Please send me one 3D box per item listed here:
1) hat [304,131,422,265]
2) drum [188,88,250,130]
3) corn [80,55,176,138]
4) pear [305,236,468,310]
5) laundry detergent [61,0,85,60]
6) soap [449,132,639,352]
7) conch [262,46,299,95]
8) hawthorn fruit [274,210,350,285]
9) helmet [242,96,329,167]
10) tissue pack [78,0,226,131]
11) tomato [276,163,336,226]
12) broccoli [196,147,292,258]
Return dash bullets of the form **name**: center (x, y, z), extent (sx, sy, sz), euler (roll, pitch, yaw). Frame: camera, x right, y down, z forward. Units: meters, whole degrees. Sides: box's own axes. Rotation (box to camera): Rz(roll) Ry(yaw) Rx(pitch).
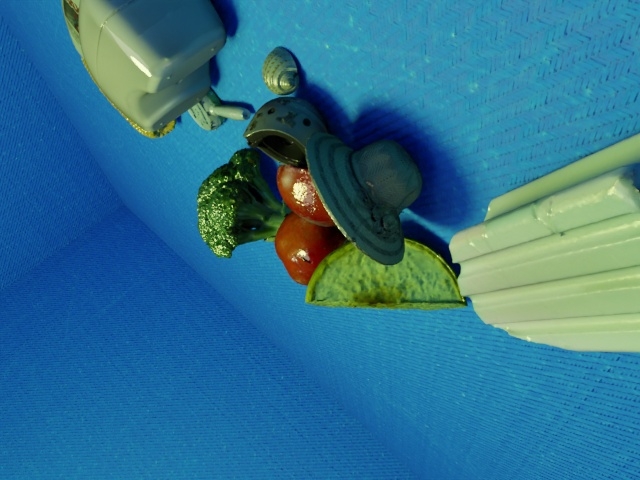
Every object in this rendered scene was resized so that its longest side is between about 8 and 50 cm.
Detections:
- **hat**: center (0.099, -0.093, 0.796), extent (0.110, 0.252, 0.252), euler (-32, 101, 28)
- **drum**: center (-0.238, -0.293, 1.212), extent (0.253, 0.049, 0.130), euler (34, 154, 34)
- **corn**: center (-0.565, -0.444, 1.491), extent (0.344, 0.131, 0.131), euler (48, 159, 8)
- **pear**: center (0.127, 0.078, 0.998), extent (0.287, 0.139, 0.239), euler (0, 161, 8)
- **laundry detergent**: center (-0.527, -0.558, 1.234), extent (0.264, 0.124, 0.398), euler (49, 157, 3)
- **soap**: center (0.305, 0.026, 0.609), extent (0.208, 0.115, 0.347), euler (50, 159, -2)
- **conch**: center (-0.075, -0.294, 0.893), extent (0.085, 0.056, 0.076), euler (33, 141, 34)
- **hawthorn fruit**: center (0.000, 0.000, 1.089), extent (0.185, 0.185, 0.202), euler (49, 145, -1)
- **helmet**: center (-0.051, -0.199, 0.925), extent (0.153, 0.107, 0.177), euler (17, 179, 3)
- **tissue pack**: center (-0.341, -0.387, 1.002), extent (0.236, 0.229, 0.333), euler (49, 158, -6)
- **tomato**: center (-0.002, -0.079, 0.940), extent (0.173, 0.099, 0.189), euler (13, -178, -12)
- **broccoli**: center (-0.172, -0.086, 1.264), extent (0.254, 0.269, 0.269), euler (-84, -31, -57)
